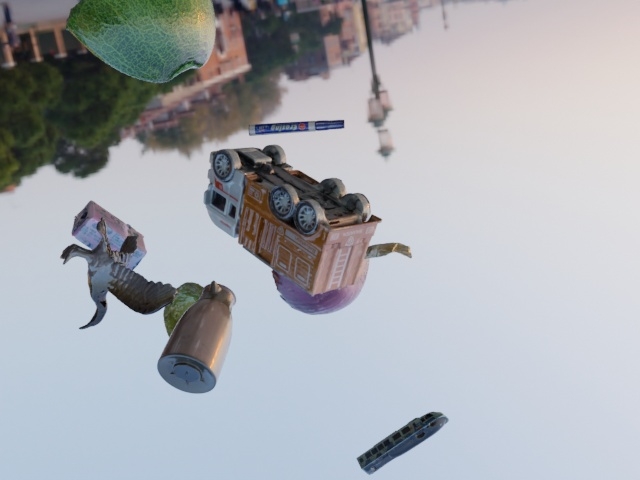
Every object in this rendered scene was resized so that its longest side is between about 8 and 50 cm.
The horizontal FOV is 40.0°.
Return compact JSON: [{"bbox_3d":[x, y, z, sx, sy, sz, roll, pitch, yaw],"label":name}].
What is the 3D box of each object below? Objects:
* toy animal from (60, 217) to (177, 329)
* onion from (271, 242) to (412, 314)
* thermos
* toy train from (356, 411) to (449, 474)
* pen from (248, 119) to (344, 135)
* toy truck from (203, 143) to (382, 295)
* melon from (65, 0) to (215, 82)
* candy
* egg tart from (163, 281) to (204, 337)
[{"bbox_3d":[-0.402,0.063,1.606,0.197,0.160,0.272,-43,-154,1],"label":"toy animal"},{"bbox_3d":[0.012,0.018,2.402,0.345,0.358,0.358,-30,178,41],"label":"onion"},{"bbox_3d":[-0.202,0.172,1.545,0.105,0.137,0.193,2,-137,14],"label":"thermos"},{"bbox_3d":[0.172,0.415,1.827,0.207,0.043,0.047,-34,-133,5],"label":"toy train"},{"bbox_3d":[-0.050,-0.235,1.820,0.204,0.025,0.025,-3,-164,10],"label":"pen"},{"bbox_3d":[-0.078,-0.050,1.843,0.173,0.207,0.387,-11,-145,-45],"label":"toy truck"},{"bbox_3d":[-0.245,-0.360,1.409,0.265,0.169,0.129,-37,180,-42],"label":"melon"},{"bbox_3d":[-0.458,-0.009,1.903,0.073,0.160,0.092,-43,-146,13],"label":"candy"},{"bbox_3d":[-0.340,0.205,2.394,0.197,0.197,0.078,0,178,33],"label":"egg tart"}]
